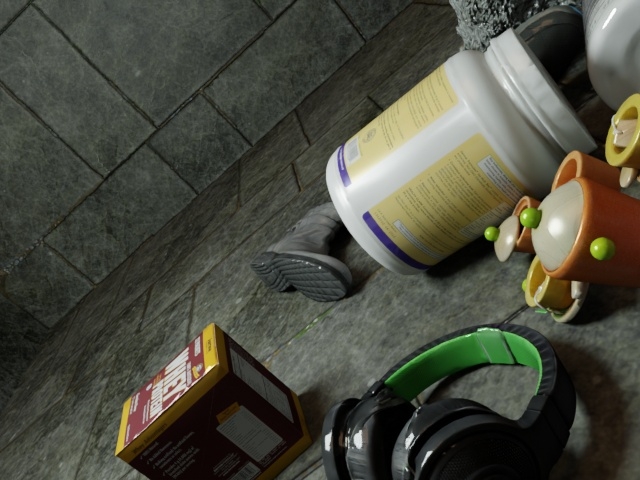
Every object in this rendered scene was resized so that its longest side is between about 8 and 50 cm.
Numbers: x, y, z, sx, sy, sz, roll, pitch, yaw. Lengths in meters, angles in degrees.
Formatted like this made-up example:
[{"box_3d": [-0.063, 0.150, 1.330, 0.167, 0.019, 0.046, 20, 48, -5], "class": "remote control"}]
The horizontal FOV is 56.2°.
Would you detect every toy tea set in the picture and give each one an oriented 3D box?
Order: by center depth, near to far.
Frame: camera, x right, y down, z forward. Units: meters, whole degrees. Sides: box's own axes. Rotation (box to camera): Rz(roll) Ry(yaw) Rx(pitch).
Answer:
[{"box_3d": [0.250, -0.022, 0.653, 0.336, 0.124, 0.200, 102, -177, -70], "class": "toy tea set"}]

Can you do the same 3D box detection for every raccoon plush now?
[{"box_3d": [0.253, -0.412, 1.091, 0.299, 0.446, 0.216, -64, 20, 20], "class": "raccoon plush"}]

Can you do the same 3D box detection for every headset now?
[{"box_3d": [0.083, 0.204, 0.591, 0.394, 0.185, 0.243, -44, 18, -33], "class": "headset"}]

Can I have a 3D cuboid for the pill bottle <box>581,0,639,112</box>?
[{"box_3d": [0.485, -0.343, 0.859, 0.204, 0.204, 0.361, -27, 28, 37], "class": "pill bottle"}]

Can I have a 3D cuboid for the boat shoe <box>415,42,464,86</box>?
[{"box_3d": [0.346, -0.376, 1.282, 0.324, 0.116, 0.123, -34, 24, 24], "class": "boat shoe"}]

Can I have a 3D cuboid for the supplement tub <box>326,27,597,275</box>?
[{"box_3d": [0.200, -0.123, 0.890, 0.331, 0.241, 0.241, -35, 23, 27], "class": "supplement tub"}]

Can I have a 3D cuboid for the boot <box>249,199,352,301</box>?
[{"box_3d": [0.000, 0.000, 1.221, 0.223, 0.118, 0.338, -46, 25, -21], "class": "boot"}]

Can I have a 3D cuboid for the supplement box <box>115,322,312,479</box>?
[{"box_3d": [-0.155, 0.268, 0.879, 0.191, 0.194, 0.129, -42, 21, 3], "class": "supplement box"}]

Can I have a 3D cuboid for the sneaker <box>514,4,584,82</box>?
[{"box_3d": [0.335, -0.232, 1.025, 0.341, 0.125, 0.140, -54, 27, 25], "class": "sneaker"}]

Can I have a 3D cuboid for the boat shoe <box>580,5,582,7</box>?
[{"box_3d": [0.612, -0.554, 1.121, 0.132, 0.130, 0.355, -53, 23, -22], "class": "boat shoe"}]
